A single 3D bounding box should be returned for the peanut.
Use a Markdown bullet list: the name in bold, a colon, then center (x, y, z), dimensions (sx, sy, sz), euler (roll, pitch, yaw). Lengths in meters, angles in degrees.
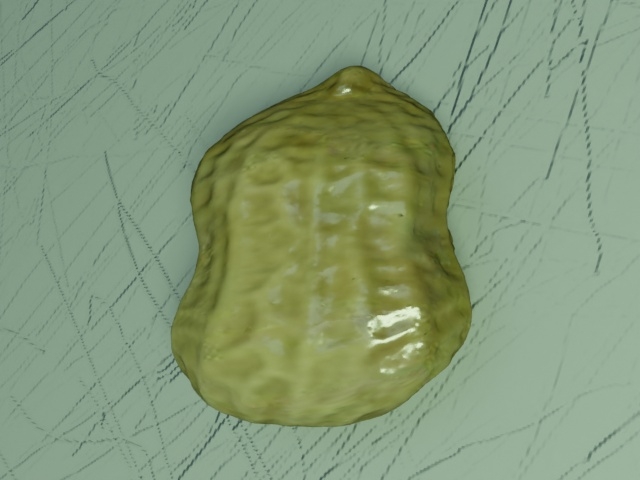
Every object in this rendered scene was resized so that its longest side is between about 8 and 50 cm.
- **peanut**: center (0.000, 0.000, 0.691), dimensions (0.196, 0.110, 0.233), euler (-9, 70, 28)
